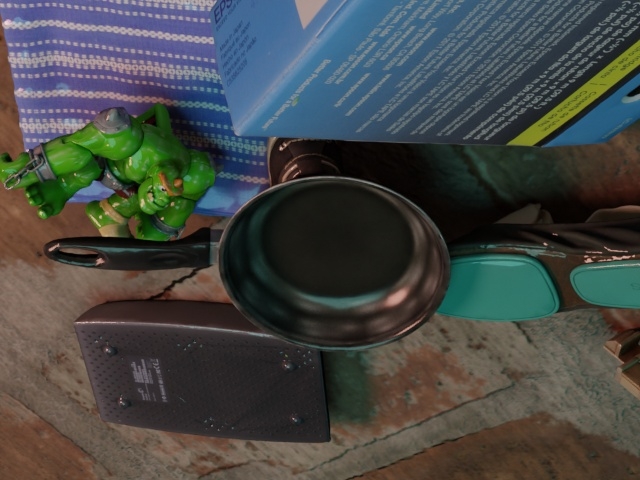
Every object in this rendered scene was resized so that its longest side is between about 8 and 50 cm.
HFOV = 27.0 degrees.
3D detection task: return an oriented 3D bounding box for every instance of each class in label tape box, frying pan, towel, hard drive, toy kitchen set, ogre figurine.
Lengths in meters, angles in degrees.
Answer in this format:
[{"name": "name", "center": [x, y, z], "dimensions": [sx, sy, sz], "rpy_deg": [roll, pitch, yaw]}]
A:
[{"name": "label tape box", "center": [0.131, -0.170, 0.942], "dimensions": [0.348, 0.115, 0.249], "rpy_deg": [-2, 158, -30]}, {"name": "frying pan", "center": [-0.049, 0.030, 1.150], "dimensions": [0.326, 0.053, 0.197], "rpy_deg": [-12, 128, 16]}, {"name": "towel", "center": [-0.159, -0.155, 1.141], "dimensions": [0.243, 0.040, 0.336], "rpy_deg": [7, 133, 7]}, {"name": "hard drive", "center": [-0.116, 0.134, 1.386], "dimensions": [0.255, 0.054, 0.172], "rpy_deg": [4, 133, 11]}, {"name": "toy kitchen set", "center": [0.305, 0.086, 1.228], "dimensions": [0.068, 0.083, 0.075], "rpy_deg": [42, 146, 35]}, {"name": "ogre figurine", "center": [-0.170, -0.055, 1.146], "dimensions": [0.118, 0.096, 0.197], "rpy_deg": [-36, 125, 22]}]

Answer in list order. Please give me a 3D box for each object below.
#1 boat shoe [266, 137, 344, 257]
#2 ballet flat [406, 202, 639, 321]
[{"name": "boat shoe", "center": [0.000, 0.000, 1.205], "dimensions": [0.084, 0.079, 0.233], "rpy_deg": [-17, 132, -6]}, {"name": "ballet flat", "center": [0.215, 0.017, 1.157], "dimensions": [0.281, 0.096, 0.095], "rpy_deg": [-1, 132, 26]}]
